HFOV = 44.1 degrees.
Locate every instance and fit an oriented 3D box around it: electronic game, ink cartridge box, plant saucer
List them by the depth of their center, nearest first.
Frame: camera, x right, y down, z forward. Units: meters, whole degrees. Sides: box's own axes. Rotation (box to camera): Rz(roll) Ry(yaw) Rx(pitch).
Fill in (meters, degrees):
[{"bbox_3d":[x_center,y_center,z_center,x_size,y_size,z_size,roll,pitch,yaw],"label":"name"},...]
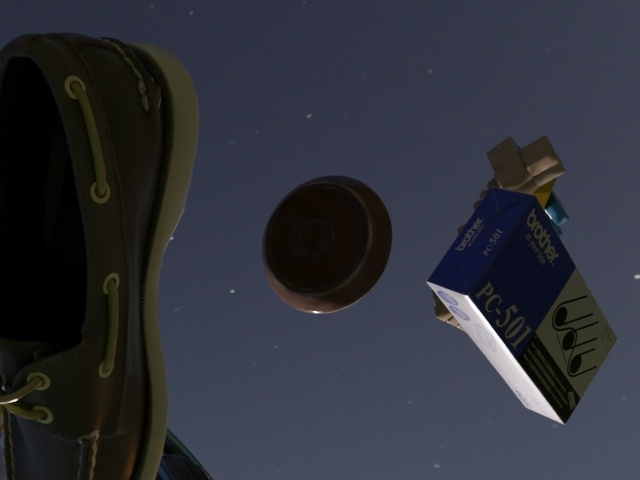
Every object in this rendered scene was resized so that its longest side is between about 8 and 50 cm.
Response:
[{"bbox_3d":[0.173,0.059,0.652,0.097,0.046,0.207,-53,-51,-15],"label":"ink cartridge box"},{"bbox_3d":[-0.135,0.259,0.815,0.048,0.229,0.229,-40,-70,-8],"label":"electronic game"},{"bbox_3d":[0.000,0.000,0.918,0.029,0.169,0.168,30,-116,-62],"label":"plant saucer"}]

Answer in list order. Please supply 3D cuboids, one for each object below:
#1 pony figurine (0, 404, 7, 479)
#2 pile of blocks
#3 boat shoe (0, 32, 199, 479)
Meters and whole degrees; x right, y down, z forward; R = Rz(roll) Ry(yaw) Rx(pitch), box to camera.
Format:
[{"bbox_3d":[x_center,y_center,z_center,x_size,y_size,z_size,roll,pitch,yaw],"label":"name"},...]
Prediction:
[{"bbox_3d":[-0.432,0.252,0.926,0.303,0.351,0.363,32,-78,-31],"label":"pony figurine"},{"bbox_3d":[0.280,-0.012,1.191,0.149,0.362,0.112,8,-140,-12],"label":"pile of blocks"},{"bbox_3d":[-0.142,0.042,0.430,0.091,0.109,0.304,-6,-71,-56],"label":"boat shoe"}]
